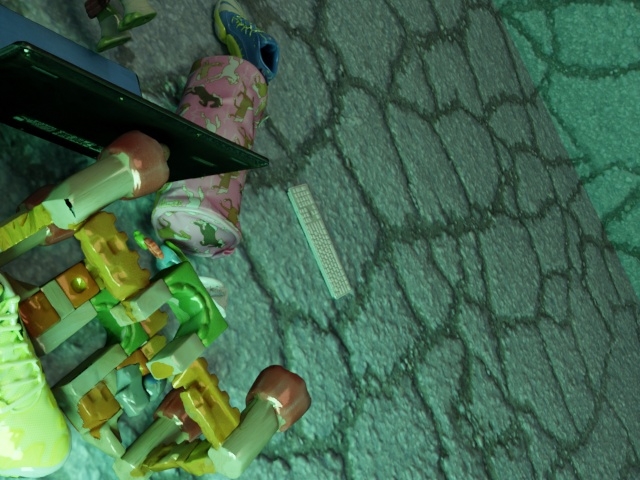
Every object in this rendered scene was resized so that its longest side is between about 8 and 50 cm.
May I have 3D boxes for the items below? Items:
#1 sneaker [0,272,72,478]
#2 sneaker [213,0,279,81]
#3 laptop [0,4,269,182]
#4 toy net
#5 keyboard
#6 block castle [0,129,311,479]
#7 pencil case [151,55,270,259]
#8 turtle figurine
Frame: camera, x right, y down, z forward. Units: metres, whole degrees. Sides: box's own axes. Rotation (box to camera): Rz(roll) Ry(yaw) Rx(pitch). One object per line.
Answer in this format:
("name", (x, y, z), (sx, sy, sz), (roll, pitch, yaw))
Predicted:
("sneaker", (-0.433, 0.135, 0.925), (0.385, 0.147, 0.145), (60, 38, -10))
("sneaker", (-0.143, -0.421, 1.547), (0.091, 0.126, 0.240), (-6, 77, -50))
("laptop", (-0.329, -0.253, 1.070), (0.382, 0.408, 0.236), (21, 72, -46))
("toy net", (-0.211, 0.046, 1.173), (0.045, 0.232, 0.122), (-43, 132, -19))
("keyboard", (0.000, 0.000, 1.587), (0.072, 0.014, 0.256), (-22, 89, -51))
("block castle", (-0.241, 0.105, 1.028), (0.453, 0.303, 0.213), (60, 39, -12))
("pencil case", (-0.193, -0.155, 1.337), (0.167, 0.160, 0.386), (9, 57, -2))
("turtle figurine", (-0.406, -0.448, 1.193), (0.266, 0.197, 0.275), (62, 13, -8))
